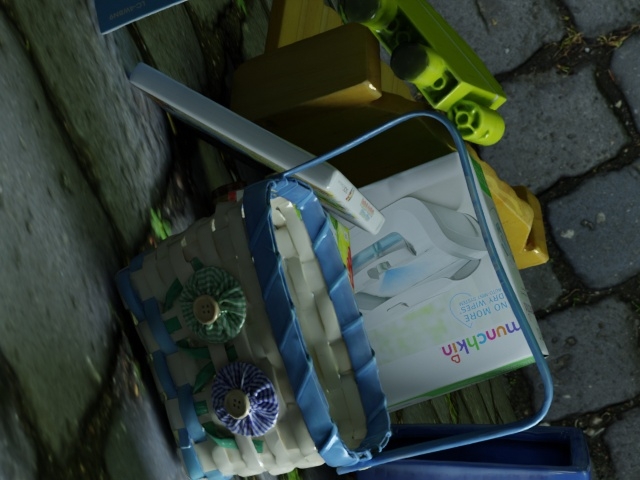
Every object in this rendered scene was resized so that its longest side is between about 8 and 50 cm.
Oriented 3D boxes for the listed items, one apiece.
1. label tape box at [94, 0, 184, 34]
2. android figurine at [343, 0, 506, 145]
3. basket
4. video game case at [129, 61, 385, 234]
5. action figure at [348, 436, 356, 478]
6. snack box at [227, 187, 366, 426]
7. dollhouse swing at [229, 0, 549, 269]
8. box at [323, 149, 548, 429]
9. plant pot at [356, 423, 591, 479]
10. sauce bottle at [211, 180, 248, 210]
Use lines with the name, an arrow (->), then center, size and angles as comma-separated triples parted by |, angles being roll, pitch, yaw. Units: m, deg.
label tape box -> -0.104, -0.341, 1.611 | 0.115, 0.249, 0.348 | 56, 17, -55
android figurine -> 0.117, -0.207, 1.838 | 0.248, 0.056, 0.273 | 52, 15, 15
basket -> 0.010, 0.063, 1.288 | 0.201, 0.289, 0.255 | -7, 76, -80
video game case -> -0.056, -0.086, 1.609 | 0.227, 0.026, 0.206 | 30, -3, 18
action figure -> 0.041, 0.244, 1.852 | 0.030, 0.038, 0.115 | 49, 1, 28
snack box -> -0.022, 0.067, 1.624 | 0.174, 0.070, 0.207 | 38, 43, -62
dollhouse swing -> 0.105, -0.165, 2.023 | 0.347, 0.315, 0.305 | 42, 53, -31
box -> 0.080, 0.060, 1.779 | 0.127, 0.262, 0.231 | 25, 46, -75
plant pot -> 0.159, 0.312, 1.734 | 0.236, 0.236, 0.212 | -25, 116, -81
sauce bottle -> -0.074, 0.005, 1.683 | 0.042, 0.042, 0.128 | 15, 55, -78
